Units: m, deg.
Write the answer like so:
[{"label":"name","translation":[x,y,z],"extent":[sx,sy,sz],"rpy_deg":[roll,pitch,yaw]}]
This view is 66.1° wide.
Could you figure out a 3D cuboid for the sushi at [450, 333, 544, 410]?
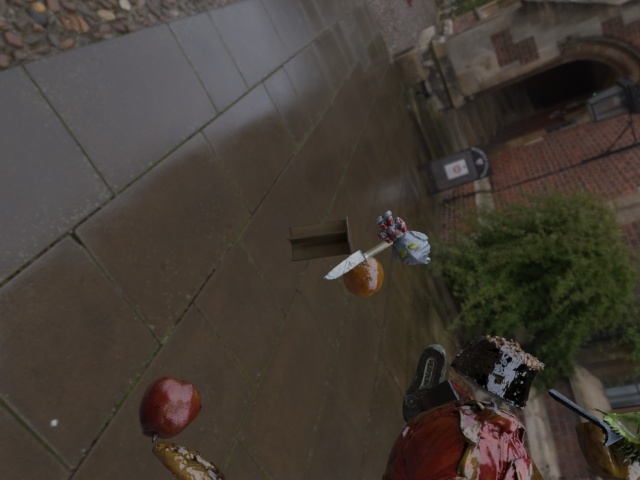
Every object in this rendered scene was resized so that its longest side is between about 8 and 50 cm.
[{"label":"sushi","translation":[0.564,0.404,1.605],"extent":[0.348,0.234,0.208],"rpy_deg":[32,88,-46]}]

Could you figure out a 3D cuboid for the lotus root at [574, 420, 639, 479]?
[{"label":"lotus root","translation":[0.944,0.689,1.590],"extent":[0.199,0.188,0.180],"rpy_deg":[24,52,-10]}]

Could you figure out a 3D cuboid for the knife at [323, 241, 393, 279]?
[{"label":"knife","translation":[0.135,0.054,1.649],"extent":[0.047,0.297,0.017],"rpy_deg":[64,-14,-22]}]

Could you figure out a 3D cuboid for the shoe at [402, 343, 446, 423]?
[{"label":"shoe","translation":[0.374,0.493,1.707],"extent":[0.149,0.109,0.293],"rpy_deg":[-11,118,-65]}]

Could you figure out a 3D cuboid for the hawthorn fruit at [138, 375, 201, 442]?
[{"label":"hawthorn fruit","translation":[-0.479,0.532,1.539],"extent":[0.185,0.185,0.202],"rpy_deg":[57,37,-32]}]

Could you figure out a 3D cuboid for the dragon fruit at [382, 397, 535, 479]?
[{"label":"dragon fruit","translation":[0.244,0.447,0.884],"extent":[0.277,0.277,0.343],"rpy_deg":[32,68,-57]}]

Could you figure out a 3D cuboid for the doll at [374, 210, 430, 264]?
[{"label":"doll","translation":[0.197,0.001,1.156],"extent":[0.180,0.094,0.079],"rpy_deg":[43,22,-19]}]

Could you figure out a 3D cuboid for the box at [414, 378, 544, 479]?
[{"label":"box","translation":[0.425,0.547,1.242],"extent":[0.415,0.115,0.264],"rpy_deg":[38,21,-36]}]

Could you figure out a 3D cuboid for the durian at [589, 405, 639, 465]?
[{"label":"durian","translation":[0.870,0.483,1.228],"extent":[0.157,0.355,0.170],"rpy_deg":[29,52,-16]}]

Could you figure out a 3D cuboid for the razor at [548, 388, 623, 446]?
[{"label":"razor","translation":[0.662,0.436,1.248],"extent":[0.190,0.066,0.033],"rpy_deg":[40,-45,55]}]

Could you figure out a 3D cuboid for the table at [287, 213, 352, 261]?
[{"label":"table","translation":[0.000,0.000,1.808],"extent":[0.167,0.226,0.167],"rpy_deg":[-7,90,-83]}]

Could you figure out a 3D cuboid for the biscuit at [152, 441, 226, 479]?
[{"label":"biscuit","translation":[-0.316,0.645,1.335],"extent":[0.081,0.289,0.334],"rpy_deg":[-49,148,-24]}]

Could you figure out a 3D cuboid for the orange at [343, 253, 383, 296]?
[{"label":"orange","translation":[0.195,0.158,2.243],"extent":[0.206,0.206,0.206],"rpy_deg":[47,34,-45]}]
